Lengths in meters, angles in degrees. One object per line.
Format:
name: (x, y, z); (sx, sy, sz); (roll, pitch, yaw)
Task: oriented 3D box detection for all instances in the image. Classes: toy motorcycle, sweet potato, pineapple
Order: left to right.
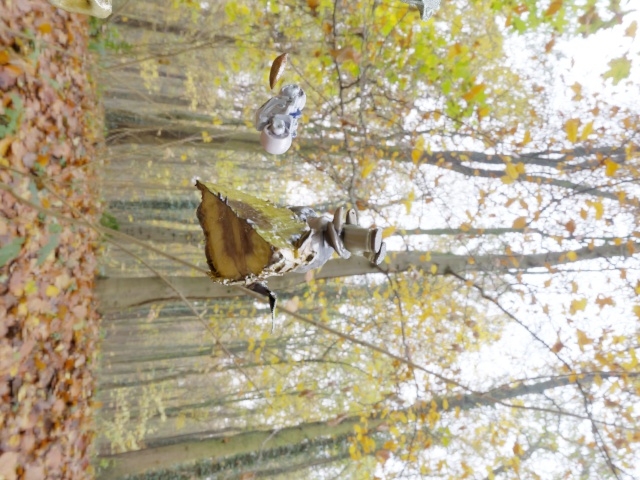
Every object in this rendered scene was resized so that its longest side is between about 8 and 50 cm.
pineapple: (-0.104, 0.016, 0.839); (0.334, 0.161, 0.158); (26, -76, 46)
sweet potato: (-0.105, -0.416, 1.169); (0.034, 0.034, 0.095); (36, -75, 60)
toy motorcycle: (-0.102, -0.305, 1.171); (0.112, 0.112, 0.254); (117, -12, -46)

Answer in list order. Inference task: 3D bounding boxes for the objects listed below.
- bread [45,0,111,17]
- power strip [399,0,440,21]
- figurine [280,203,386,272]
bread: (-0.329, -0.316, 0.480); (0.088, 0.232, 0.128); (-33, -116, 20)
power strip: (0.142, -0.406, 0.559); (0.052, 0.078, 0.272); (24, -64, 22)
figurine: (0.001, 0.000, 1.401); (0.380, 0.248, 0.203); (4, -93, 25)
